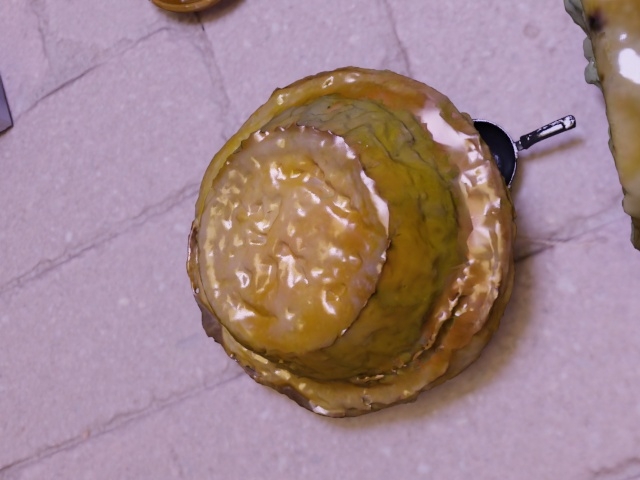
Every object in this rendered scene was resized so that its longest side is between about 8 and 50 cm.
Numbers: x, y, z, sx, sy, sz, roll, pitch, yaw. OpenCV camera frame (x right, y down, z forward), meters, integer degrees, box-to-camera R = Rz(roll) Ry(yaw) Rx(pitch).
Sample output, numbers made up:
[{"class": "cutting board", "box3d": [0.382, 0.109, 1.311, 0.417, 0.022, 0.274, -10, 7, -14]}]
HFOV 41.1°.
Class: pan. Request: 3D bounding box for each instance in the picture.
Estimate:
[{"class": "pan", "box3d": [0.138, -0.065, 0.643, 0.115, 0.023, 0.068, -21, 73, 23]}]

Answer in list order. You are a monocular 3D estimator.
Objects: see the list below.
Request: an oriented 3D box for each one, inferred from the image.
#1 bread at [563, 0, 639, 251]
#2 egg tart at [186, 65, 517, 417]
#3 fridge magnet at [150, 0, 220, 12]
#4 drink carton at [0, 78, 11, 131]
[{"class": "bread", "box3d": [0.283, -0.110, 0.492, 0.252, 0.238, 0.196, -16, 112, 16]}, {"class": "egg tart", "box3d": [0.000, 0.000, 0.638, 0.288, 0.118, 0.288, 0, 89, 33]}, {"class": "fridge magnet", "box3d": [-0.118, -0.278, 0.774, 0.143, 0.063, 0.143, -3, 83, 23]}, {"class": "drink carton", "box3d": [-0.426, -0.148, 0.802, 0.134, 0.222, 0.102, -25, 72, 18]}]
